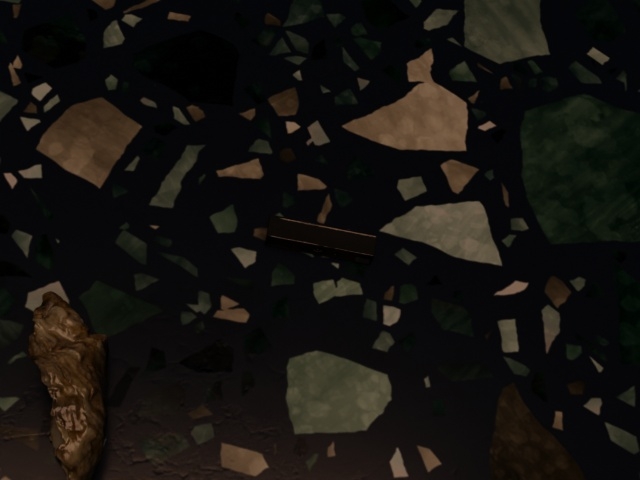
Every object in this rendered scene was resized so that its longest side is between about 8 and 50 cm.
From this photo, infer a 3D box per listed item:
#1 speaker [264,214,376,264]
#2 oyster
[{"bbox_3d":[0.000,0.000,1.866,0.191,0.040,0.046,11,63,-4],"label":"speaker"},{"bbox_3d":[-0.378,0.224,1.637,0.110,0.166,0.341,-9,47,-4],"label":"oyster"}]
